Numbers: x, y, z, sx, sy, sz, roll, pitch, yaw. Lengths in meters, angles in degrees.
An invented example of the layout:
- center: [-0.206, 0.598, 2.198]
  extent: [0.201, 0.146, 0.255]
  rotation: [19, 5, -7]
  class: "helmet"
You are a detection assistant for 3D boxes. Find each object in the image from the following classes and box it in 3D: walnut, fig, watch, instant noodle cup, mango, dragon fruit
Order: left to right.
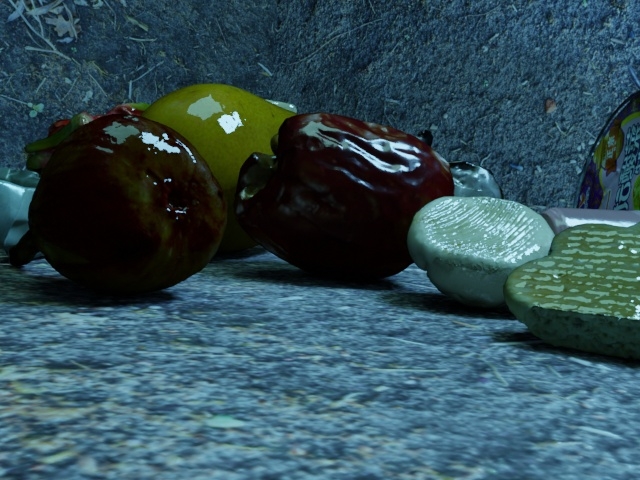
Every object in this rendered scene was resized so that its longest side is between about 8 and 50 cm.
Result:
- center: [-0.454, -0.055, 1.032]
  extent: [0.241, 0.161, 0.253]
  rotation: [11, 5, -7]
  class: "watch"
- center: [-0.239, 0.001, 0.838]
  extent: [0.290, 0.190, 0.191]
  rotation: [-37, -14, 23]
  class: "fig"
- center: [-0.351, -0.118, 1.376]
  extent: [0.303, 0.231, 0.237]
  rotation: [-6, 18, -8]
  class: "dragon fruit"
- center: [-0.137, -0.114, 1.254]
  extent: [0.221, 0.263, 0.378]
  rotation: [7, 13, 36]
  class: "mango"
- center: [0.032, -0.075, 1.072]
  extent: [0.269, 0.244, 0.222]
  rotation: [24, -46, -18]
  class: "walnut"
- center: [0.626, -0.066, 1.342]
  extent: [0.266, 0.340, 0.340]
  rotation: [15, 4, -6]
  class: "instant noodle cup"

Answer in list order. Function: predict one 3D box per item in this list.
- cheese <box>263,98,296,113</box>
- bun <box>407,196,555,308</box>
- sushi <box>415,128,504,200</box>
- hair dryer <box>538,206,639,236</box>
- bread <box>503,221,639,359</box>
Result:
- center: [-0.165, -0.143, 1.576]
  extent: [0.124, 0.265, 0.242]
  rotation: [4, 5, -33]
  class: "cheese"
- center: [0.187, 0.022, 0.939]
  extent: [0.183, 0.102, 0.183]
  rotation: [2, 30, -1]
  class: "bun"
- center: [0.161, -0.079, 1.416]
  extent: [0.349, 0.234, 0.207]
  rotation: [10, 5, 13]
  class: "sushi"
- center: [0.384, 0.048, 0.883]
  extent: [0.210, 0.125, 0.352]
  rotation: [3, 12, -7]
  class: "hair dryer"
- center: [0.329, 0.042, 0.746]
  extent: [0.286, 0.056, 0.207]
  rotation: [10, 34, 30]
  class: "bread"
